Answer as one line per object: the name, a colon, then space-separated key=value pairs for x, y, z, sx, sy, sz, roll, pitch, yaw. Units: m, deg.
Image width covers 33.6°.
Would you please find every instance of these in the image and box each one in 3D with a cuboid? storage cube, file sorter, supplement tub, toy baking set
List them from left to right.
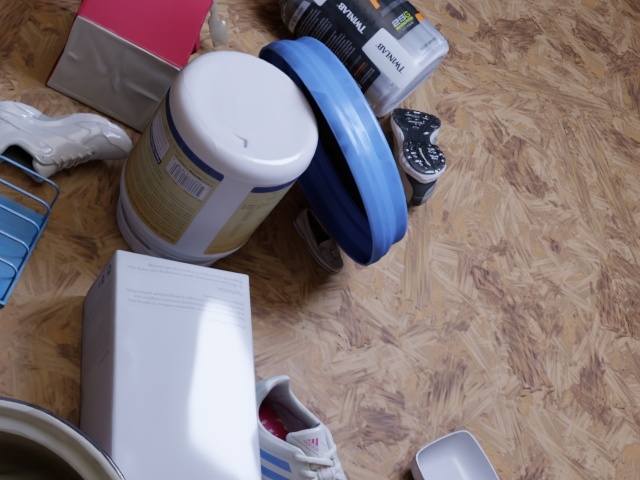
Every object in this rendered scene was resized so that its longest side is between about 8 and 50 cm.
file sorter: x=-0.456 y=-0.018 z=1.498 sx=0.118 sy=0.104 sz=0.170 roll=28 pitch=47 yaw=-14
storage cube: x=-0.314 y=-0.331 z=1.758 sx=0.215 sy=0.184 sz=0.193 roll=27 pitch=48 yaw=-15
toy baking set: x=-0.270 y=-0.447 z=1.888 sx=0.256 sy=0.197 sz=0.030 roll=13 pitch=17 yaw=-22
supplement tub: x=-0.168 y=-0.108 z=1.603 sx=0.228 sy=0.316 sz=0.228 roll=17 pitch=52 yaw=-23
supplement tub: x=0.068 y=-0.422 z=2.059 sx=0.338 sy=0.207 sz=0.207 roll=46 pitch=46 yaw=3

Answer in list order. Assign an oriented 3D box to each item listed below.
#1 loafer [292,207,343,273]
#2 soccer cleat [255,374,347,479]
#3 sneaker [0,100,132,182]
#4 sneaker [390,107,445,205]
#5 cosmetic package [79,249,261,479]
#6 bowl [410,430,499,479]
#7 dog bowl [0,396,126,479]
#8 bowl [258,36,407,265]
loafer: x=0.000 y=0.000 z=1.830 sx=0.045 sy=0.039 sz=0.125 roll=-29 pitch=77 yaw=-43
soccer cleat: x=-0.016 y=0.343 z=1.505 sx=0.116 sy=0.143 sz=0.331 roll=-24 pitch=75 yaw=-42
sneaker: x=-0.408 y=-0.136 z=1.639 sx=0.232 sy=0.090 sz=0.115 roll=6 pitch=62 yaw=-20
sneaker: x=0.177 y=-0.169 z=2.039 sx=0.100 sy=0.108 sz=0.272 roll=10 pitch=36 yaw=-5
cosmetic package: x=-0.210 y=0.225 z=1.456 sx=0.217 sy=0.156 sz=0.385 roll=14 pitch=54 yaw=-25
bowl: x=0.212 y=0.387 z=1.687 sx=0.142 sy=0.053 sz=0.142 roll=-15 pitch=68 yaw=-39
dog bowl: x=-0.386 y=0.384 z=1.151 sx=0.407 sy=0.150 sz=0.408 roll=3 pitch=69 yaw=-9
bowl: x=0.020 y=-0.148 z=1.716 sx=0.077 sy=0.391 sz=0.391 roll=-27 pitch=74 yaw=-11
